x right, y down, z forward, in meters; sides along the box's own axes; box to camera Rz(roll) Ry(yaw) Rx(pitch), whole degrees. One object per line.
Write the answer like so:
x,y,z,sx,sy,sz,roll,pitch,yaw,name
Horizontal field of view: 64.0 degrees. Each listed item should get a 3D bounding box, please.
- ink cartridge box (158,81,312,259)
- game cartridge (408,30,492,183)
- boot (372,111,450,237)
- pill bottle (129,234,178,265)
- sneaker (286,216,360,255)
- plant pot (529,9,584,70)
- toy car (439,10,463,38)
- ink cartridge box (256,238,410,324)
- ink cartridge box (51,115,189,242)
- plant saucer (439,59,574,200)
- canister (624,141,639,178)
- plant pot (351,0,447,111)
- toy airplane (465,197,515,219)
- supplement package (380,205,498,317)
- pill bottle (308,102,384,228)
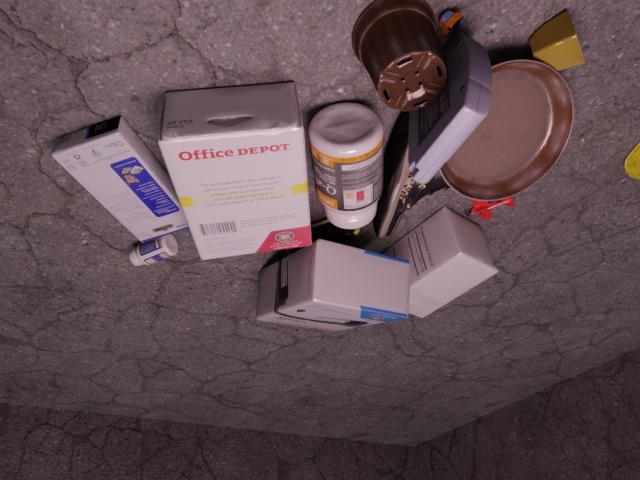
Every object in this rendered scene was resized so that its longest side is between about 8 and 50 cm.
-0.171,-0.144,1.148,0.280,0.160,0.384,-6,143,-4,ink cartridge box
0.238,-0.265,0.963,0.062,0.297,0.198,27,134,-16,game cartridge
0.290,-0.147,1.263,0.285,0.138,0.377,1,135,-12,boot
-0.455,0.027,1.390,0.120,0.067,0.067,-21,141,15,pill bottle
0.000,0.000,1.419,0.235,0.097,0.084,-29,138,24,sneaker
0.470,-0.391,1.028,0.083,0.081,0.081,-17,143,30,plant pot
0.269,-0.444,0.966,0.040,0.060,0.122,43,110,5,toy car
0.022,0.145,1.447,0.286,0.166,0.395,13,160,-24,ink cartridge box
-0.440,-0.129,1.195,0.166,0.065,0.332,-16,141,9,ink cartridge box
0.386,-0.232,1.099,0.311,0.050,0.310,-6,122,-10,plant saucer
0.914,-0.218,1.340,0.170,0.073,0.126,-1,142,-12,canister
0.152,-0.341,0.955,0.167,0.165,0.166,-5,142,-4,plant pot
0.482,-0.099,1.444,0.151,0.028,0.151,-6,144,-4,toy airplane
0.334,0.071,1.514,0.178,0.175,0.293,24,132,-33,supplement package
0.064,-0.161,1.173,0.162,0.162,0.278,-8,142,-1,pill bottle
